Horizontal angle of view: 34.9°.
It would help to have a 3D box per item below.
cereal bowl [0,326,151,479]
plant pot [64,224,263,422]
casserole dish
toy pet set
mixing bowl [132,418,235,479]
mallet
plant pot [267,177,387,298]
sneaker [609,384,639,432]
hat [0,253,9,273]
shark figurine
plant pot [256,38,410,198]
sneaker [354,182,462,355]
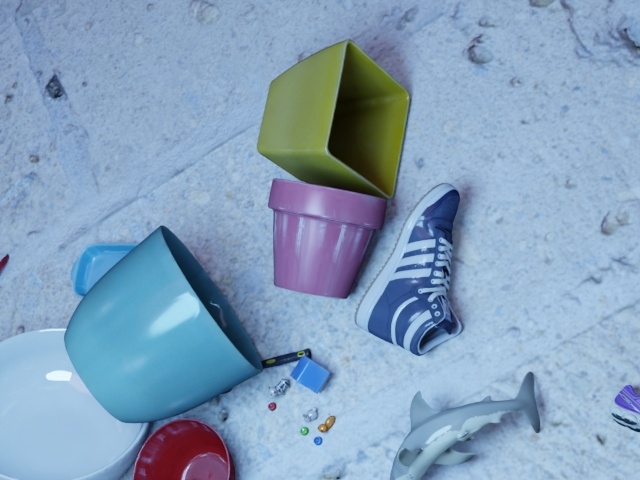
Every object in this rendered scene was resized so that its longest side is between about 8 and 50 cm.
[{"bbox_3d":[-0.460,0.319,1.773,0.339,0.141,0.339,5,43,-4],"label":"cereal bowl"},{"bbox_3d":[-0.273,0.160,1.671,0.235,0.293,0.293,-34,60,-1],"label":"plant pot"},{"bbox_3d":[-0.390,0.064,1.948,0.188,0.037,0.114,1,71,24],"label":"casserole dish"},{"bbox_3d":[-0.029,0.258,1.698,0.122,0.065,0.114,30,84,29],"label":"toy pet set"},{"bbox_3d":[-0.212,0.396,1.704,0.181,0.098,0.181,-8,67,19],"label":"mixing bowl"},{"bbox_3d":[-0.107,0.226,1.765,0.190,0.039,0.062,-9,65,16],"label":"mallet"},{"bbox_3d":[0.000,0.000,1.726,0.201,0.201,0.180,11,90,27],"label":"plant pot"},{"bbox_3d":[0.506,0.254,1.471,0.170,0.068,0.071,21,74,29],"label":"sneaker"},{"bbox_3d":[-0.679,0.175,2.038,0.173,0.183,0.208,40,131,37],"label":"hat"},{"bbox_3d":[0.197,0.268,1.548,0.278,0.166,0.116,-32,51,7],"label":"shark figurine"},{"bbox_3d":[0.013,-0.201,1.795,0.187,0.212,0.212,-2,69,37],"label":"plant pot"},{"bbox_3d":[0.187,0.054,1.665,0.153,0.099,0.282,31,91,35],"label":"sneaker"}]
